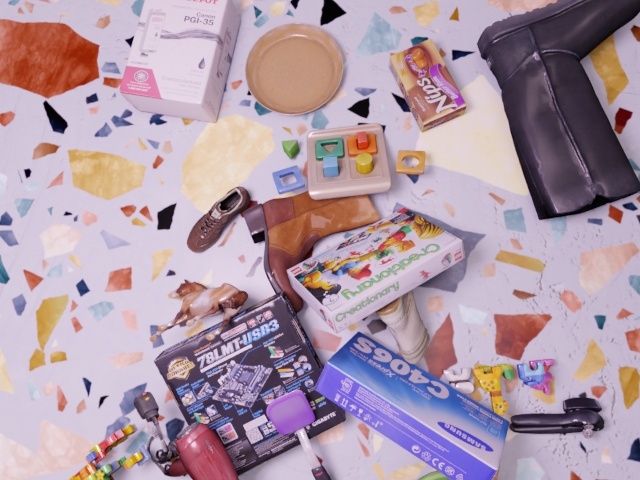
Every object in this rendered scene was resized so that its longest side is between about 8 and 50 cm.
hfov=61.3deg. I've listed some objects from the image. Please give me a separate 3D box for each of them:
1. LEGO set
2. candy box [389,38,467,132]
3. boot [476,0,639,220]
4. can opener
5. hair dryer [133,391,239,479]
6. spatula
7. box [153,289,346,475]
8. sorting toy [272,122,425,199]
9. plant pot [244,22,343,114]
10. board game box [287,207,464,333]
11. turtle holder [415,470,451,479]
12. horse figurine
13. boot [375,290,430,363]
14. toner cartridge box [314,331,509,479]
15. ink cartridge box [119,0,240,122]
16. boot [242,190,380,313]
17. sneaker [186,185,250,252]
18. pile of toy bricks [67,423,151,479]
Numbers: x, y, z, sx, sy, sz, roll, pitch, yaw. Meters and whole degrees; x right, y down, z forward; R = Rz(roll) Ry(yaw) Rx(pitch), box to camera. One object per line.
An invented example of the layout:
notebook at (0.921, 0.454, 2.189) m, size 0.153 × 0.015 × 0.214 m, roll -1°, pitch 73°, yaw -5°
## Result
LEGO set at (0.373, 0.300, 1.093) m, size 0.227 × 0.087 × 0.093 m, roll -7°, pitch 79°, yaw 5°
candy box at (0.245, -0.357, 1.245) m, size 0.109 × 0.053 × 0.187 m, roll -23°, pitch 77°, yaw 0°
boot at (0.580, -0.297, 1.152) m, size 0.366 × 0.146 × 0.446 m, roll -19°, pitch 74°, yaw 11°
can opener at (0.478, 0.368, 1.093) m, size 0.185 × 0.073 × 0.059 m, roll -11°, pitch 117°, yaw 6°
hair dryer at (-0.247, 0.430, 1.062) m, size 0.293 × 0.224 × 0.080 m, roll 30°, pitch 47°, yaw 31°
spatula at (-0.018, 0.430, 1.078) m, size 0.084 × 0.030 × 0.297 m, roll -24°, pitch 101°, yaw 0°
box at (-0.140, 0.299, 1.108) m, size 0.295 × 0.073 × 0.294 m, roll -28°, pitch 94°, yaw 0°
sorting toy at (0.060, -0.188, 1.202) m, size 0.347 × 0.047 × 0.196 m, roll -6°, pitch 55°, yaw 4°
plant pot at (-0.062, -0.406, 1.292) m, size 0.236 × 0.032 × 0.237 m, roll -1°, pitch 79°, yaw 6°
board game box at (0.108, 0.049, 1.086) m, size 0.305 × 0.053 × 0.193 m, roll -28°, pitch 34°, yaw -17°
turtle holder at (0.256, 0.594, 0.967) m, size 0.243 × 0.227 × 0.321 m, roll -5°, pitch 97°, yaw -5°
horse figurine at (-0.235, 0.135, 1.101) m, size 0.263 × 0.174 × 0.066 m, roll -11°, pitch 112°, yaw 35°
boot at (0.174, 0.135, 1.137) m, size 0.077 × 0.213 × 0.165 m, roll -19°, pitch 118°, yaw 23°
toner cartridge box at (0.177, 0.318, 1.038) m, size 0.347 × 0.165 × 0.075 m, roll 29°, pitch 114°, yaw 17°
ink cartridge box at (-0.328, -0.444, 1.279) m, size 0.207 × 0.117 × 0.283 m, roll 10°, pitch 81°, yaw 7°
boot at (0.000, 0.000, 1.201) m, size 0.280 × 0.096 × 0.264 m, roll -21°, pitch 71°, yaw -7°
sneaker at (-0.239, -0.054, 1.221) m, size 0.066 × 0.071 × 0.188 m, roll 41°, pitch 85°, yaw 11°
pile of toy bricks at (-0.451, 0.480, 1.098) m, size 0.212 × 0.105 × 0.118 m, roll -42°, pitch 77°, yaw 15°
